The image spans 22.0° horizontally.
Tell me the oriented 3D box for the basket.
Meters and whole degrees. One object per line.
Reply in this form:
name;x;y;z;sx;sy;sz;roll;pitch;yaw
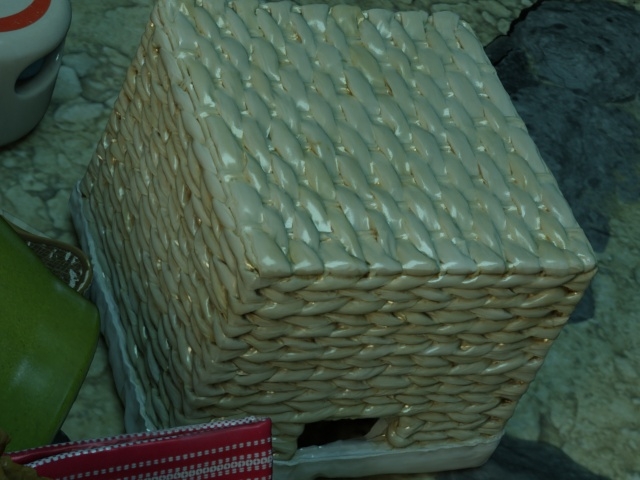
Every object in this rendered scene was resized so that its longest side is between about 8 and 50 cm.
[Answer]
basket;0.000;0.000;1.372;0.328;0.266;0.331;0;49;-26

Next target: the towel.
towel;-0.118;0.260;1.079;0.199;0.274;0.031;-5;12;-29

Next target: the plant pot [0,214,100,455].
plant pot;-0.352;0.053;1.105;0.353;0.366;0.366;34;40;-15

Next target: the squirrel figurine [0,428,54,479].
squirrel figurine;-0.329;0.208;0.870;0.397;0.370;0.281;-2;35;-8

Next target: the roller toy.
roller toy;-0.330;-0.193;1.504;0.191;0.146;0.209;-3;48;-28

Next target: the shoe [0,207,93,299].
shoe;-0.291;0.003;1.397;0.219;0.058;0.076;27;72;9

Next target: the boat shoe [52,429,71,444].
boat shoe;-0.250;0.137;1.283;0.133;0.042;0.049;30;39;4
